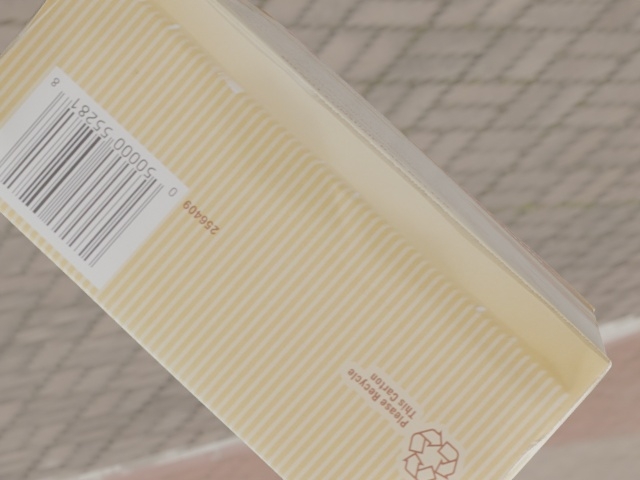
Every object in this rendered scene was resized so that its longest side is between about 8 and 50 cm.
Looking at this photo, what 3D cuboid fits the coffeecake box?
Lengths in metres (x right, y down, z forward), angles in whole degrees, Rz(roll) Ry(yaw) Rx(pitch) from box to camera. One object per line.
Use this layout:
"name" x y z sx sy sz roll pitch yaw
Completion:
"coffeecake box" 0.000 0.000 0.457 0.068 0.142 0.185 -48 175 6
